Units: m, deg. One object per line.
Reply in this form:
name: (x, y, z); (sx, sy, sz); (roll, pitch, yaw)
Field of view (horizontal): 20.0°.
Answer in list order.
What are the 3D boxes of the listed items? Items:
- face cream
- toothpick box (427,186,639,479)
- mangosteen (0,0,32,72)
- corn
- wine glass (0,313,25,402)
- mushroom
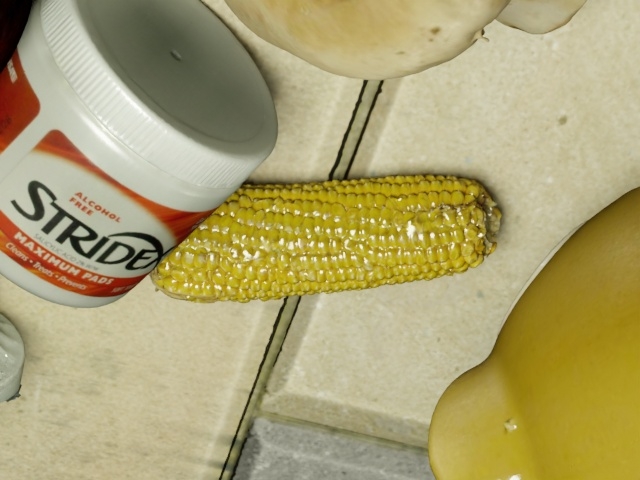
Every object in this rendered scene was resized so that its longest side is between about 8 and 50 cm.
face cream: (-0.163, -0.078, 1.338); (0.201, 0.201, 0.187); (36, 119, -23)
toothpick box: (0.334, 0.130, 1.371); (0.425, 0.409, 0.409); (-29, 121, 18)
mangosteen: (-0.333, -0.174, 1.216); (0.297, 0.297, 0.313); (-4, 130, 3)
corn: (0.000, 0.000, 1.456); (0.293, 0.106, 0.106); (-3, 126, 4)
wine glass: (-0.317, 0.031, 1.456); (0.165, 0.165, 0.196); (5, 119, -3)
mushroom: (0.080, -0.223, 1.206); (0.290, 0.292, 0.292); (25, 125, -37)
